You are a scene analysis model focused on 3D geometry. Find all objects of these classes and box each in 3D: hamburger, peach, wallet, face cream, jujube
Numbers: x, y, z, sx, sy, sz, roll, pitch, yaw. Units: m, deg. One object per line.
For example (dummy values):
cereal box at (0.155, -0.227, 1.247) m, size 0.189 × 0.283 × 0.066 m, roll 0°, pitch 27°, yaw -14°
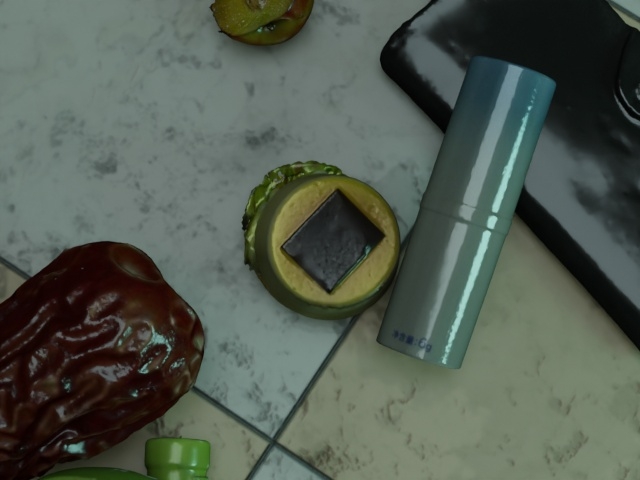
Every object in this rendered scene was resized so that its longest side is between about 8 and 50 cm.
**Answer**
hamburger at (0.000, 0.000, 1.078) m, size 0.141 × 0.081 × 0.126 m, roll 28°, pitch 81°, yaw -7°
peach at (-0.047, -0.213, 1.133) m, size 0.098 × 0.061 × 0.098 m, roll -13°, pitch 61°, yaw 24°
wallet at (0.241, -0.086, 1.114) m, size 0.197 × 0.051 × 0.377 m, roll -40°, pitch 83°, yaw -6°
face cream at (0.120, -0.023, 1.057) m, size 0.077 × 0.077 × 0.250 m, roll 19°, pitch 93°, yaw 4°
jujube at (-0.207, 0.101, 1.024) m, size 0.230 × 0.155 × 0.155 m, roll -34°, pitch 80°, yaw 1°

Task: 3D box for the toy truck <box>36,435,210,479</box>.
toy truck at (-0.144, 0.256, 0.984) m, size 0.148 × 0.210 × 0.187 m, roll -8°, pitch 90°, yaw 25°
